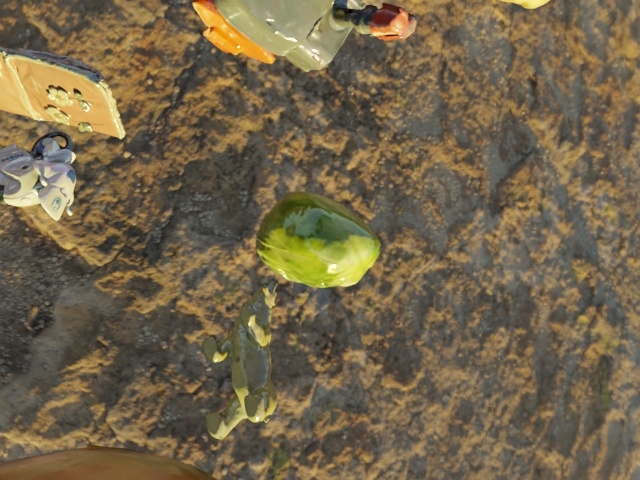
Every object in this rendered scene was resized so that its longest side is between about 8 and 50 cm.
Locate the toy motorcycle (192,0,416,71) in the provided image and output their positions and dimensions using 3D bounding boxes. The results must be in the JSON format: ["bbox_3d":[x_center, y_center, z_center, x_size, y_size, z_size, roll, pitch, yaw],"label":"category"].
[{"bbox_3d":[0.036,-0.256,0.346,0.148,0.221,0.325,31,98,-29],"label":"toy motorcycle"}]

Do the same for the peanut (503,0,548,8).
[{"bbox_3d":[0.192,-0.421,0.693,0.147,0.147,0.305,-39,96,-37],"label":"peanut"}]

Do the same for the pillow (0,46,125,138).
[{"bbox_3d":[-0.358,-0.188,0.673,0.233,0.126,0.043,13,61,0],"label":"pillow"}]

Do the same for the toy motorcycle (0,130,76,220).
[{"bbox_3d":[-0.451,-0.071,0.800,0.221,0.102,0.150,-29,63,-11],"label":"toy motorcycle"}]

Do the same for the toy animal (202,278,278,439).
[{"bbox_3d":[-0.100,0.167,0.799,0.101,0.103,0.218,3,80,-56],"label":"toy animal"}]

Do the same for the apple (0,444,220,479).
[{"bbox_3d":[-0.153,0.299,0.249,0.347,0.392,0.390,5,82,-47],"label":"apple"}]

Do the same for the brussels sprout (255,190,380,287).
[{"bbox_3d":[0.000,0.000,0.952,0.223,0.223,0.161,17,80,-38],"label":"brussels sprout"}]
